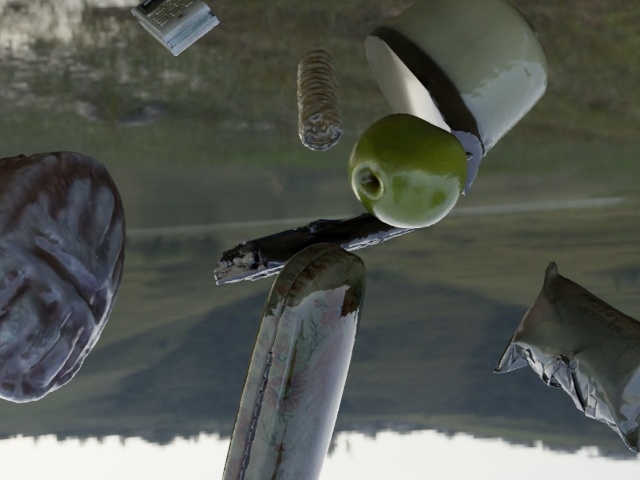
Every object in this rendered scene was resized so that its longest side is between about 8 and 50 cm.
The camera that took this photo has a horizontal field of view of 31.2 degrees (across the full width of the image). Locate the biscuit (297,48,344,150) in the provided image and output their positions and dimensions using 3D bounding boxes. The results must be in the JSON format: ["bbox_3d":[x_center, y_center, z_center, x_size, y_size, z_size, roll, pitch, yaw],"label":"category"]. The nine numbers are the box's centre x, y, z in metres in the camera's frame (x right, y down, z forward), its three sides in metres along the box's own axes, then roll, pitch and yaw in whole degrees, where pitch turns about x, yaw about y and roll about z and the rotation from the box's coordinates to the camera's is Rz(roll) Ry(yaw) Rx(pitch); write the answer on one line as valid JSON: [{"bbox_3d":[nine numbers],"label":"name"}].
[{"bbox_3d":[-0.001,-0.192,1.517,0.061,0.055,0.219,-25,-147,16],"label":"biscuit"}]

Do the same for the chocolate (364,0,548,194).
[{"bbox_3d":[0.275,-0.316,2.107,0.297,0.326,0.314,-31,148,-1],"label":"chocolate"}]

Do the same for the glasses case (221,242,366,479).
[{"bbox_3d":[-0.039,0.204,1.400,0.098,0.425,0.156,25,-156,27],"label":"glasses case"}]

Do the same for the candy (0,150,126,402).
[{"bbox_3d":[-0.324,0.036,1.246,0.157,0.289,0.214,1,143,27],"label":"candy"}]

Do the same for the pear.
[{"bbox_3d":[0.143,-0.113,1.708,0.180,0.166,0.216,23,-141,38],"label":"pear"}]

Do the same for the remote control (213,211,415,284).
[{"bbox_3d":[0.000,0.000,1.790,0.145,0.062,0.399,-18,178,40],"label":"remote control"}]

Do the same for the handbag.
[{"bbox_3d":[0.371,0.162,1.584,0.270,0.182,0.117,34,-178,39],"label":"handbag"}]

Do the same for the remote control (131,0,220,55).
[{"bbox_3d":[-0.278,-0.424,2.153,0.103,0.055,0.277,-38,-150,-4],"label":"remote control"}]
